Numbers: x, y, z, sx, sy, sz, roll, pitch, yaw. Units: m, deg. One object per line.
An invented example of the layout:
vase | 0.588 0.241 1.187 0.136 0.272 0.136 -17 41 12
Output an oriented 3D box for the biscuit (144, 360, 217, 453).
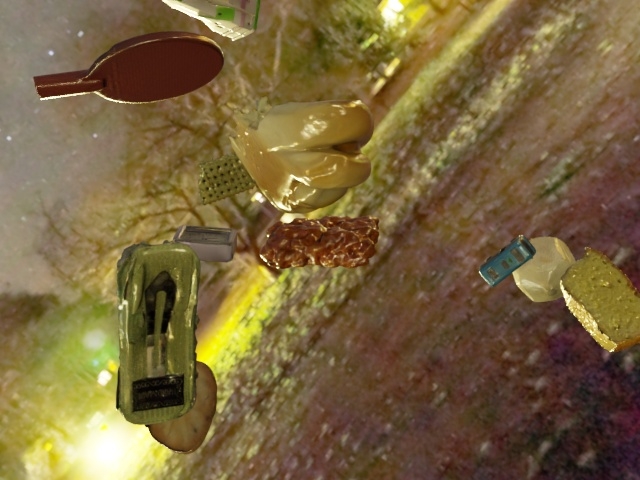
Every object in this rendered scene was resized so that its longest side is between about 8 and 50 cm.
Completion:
biscuit | -0.337 0.401 1.737 0.203 0.041 0.260 -24 48 -2

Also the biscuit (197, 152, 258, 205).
biscuit | -0.256 -0.182 2.012 0.203 0.144 0.016 -17 42 2

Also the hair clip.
hair clip | -0.260 0.136 1.130 0.091 0.138 0.321 45 133 51

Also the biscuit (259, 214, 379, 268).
biscuit | 0.000 0.000 1.919 0.312 0.318 0.111 -70 -22 -77

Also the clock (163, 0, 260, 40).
clock | -0.340 -0.772 2.145 0.166 0.309 0.235 -2 78 51

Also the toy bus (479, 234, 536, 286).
toy bus | 0.280 0.031 1.075 0.083 0.038 0.046 -42 -5 23

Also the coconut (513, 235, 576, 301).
coconut | 0.583 0.078 1.857 0.161 0.161 0.162 -47 29 27

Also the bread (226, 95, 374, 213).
bread | -0.048 -0.193 1.662 0.424 0.328 0.245 164 110 -71

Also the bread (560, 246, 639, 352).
bread | 0.477 0.103 1.199 0.103 0.187 0.065 -32 -33 -3

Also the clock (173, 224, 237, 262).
clock | -0.369 0.009 2.311 0.145 0.193 0.073 -93 8 -71

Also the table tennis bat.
table tennis bat | -0.416 -0.369 1.593 0.414 0.051 0.268 -13 -14 -15
